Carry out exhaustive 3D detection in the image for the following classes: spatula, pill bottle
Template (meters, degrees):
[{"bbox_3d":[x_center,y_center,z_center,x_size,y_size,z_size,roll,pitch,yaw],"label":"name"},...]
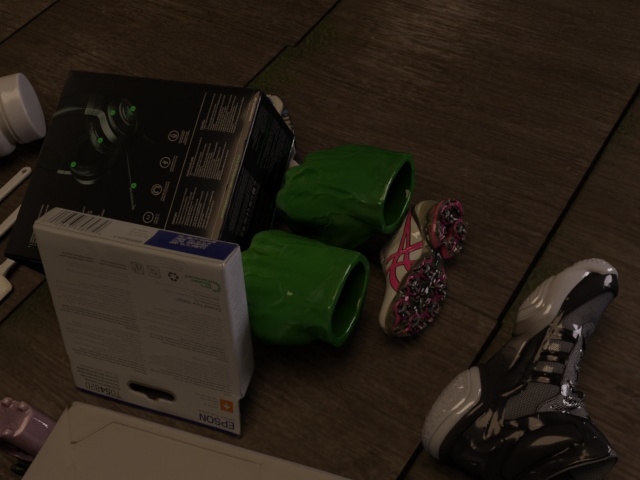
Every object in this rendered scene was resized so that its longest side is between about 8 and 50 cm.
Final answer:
[{"bbox_3d":[-0.439,0.000,1.070,0.168,0.019,0.242,20,57,32],"label":"spatula"},{"bbox_3d":[-0.520,-0.168,1.153,0.208,0.119,0.119,-18,50,-2],"label":"pill bottle"}]

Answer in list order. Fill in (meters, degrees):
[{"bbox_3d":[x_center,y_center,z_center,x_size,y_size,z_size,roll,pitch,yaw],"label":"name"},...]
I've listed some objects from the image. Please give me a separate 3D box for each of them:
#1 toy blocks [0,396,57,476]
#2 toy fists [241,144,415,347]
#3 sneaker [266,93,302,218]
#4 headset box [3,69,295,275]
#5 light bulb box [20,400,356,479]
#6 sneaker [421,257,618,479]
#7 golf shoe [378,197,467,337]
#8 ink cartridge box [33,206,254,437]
[{"bbox_3d":[-0.253,0.261,0.662,0.289,0.260,0.309,7,54,18],"label":"toy blocks"},{"bbox_3d":[0.000,0.000,0.891,0.142,0.096,0.279,11,57,26],"label":"toy fists"},{"bbox_3d":[-0.069,-0.115,1.041,0.081,0.080,0.211,-13,50,-1],"label":"sneaker"},{"bbox_3d":[-0.206,-0.057,0.946,0.283,0.131,0.246,9,75,18],"label":"headset box"},{"bbox_3d":[-0.061,0.346,0.452,0.225,0.361,0.358,6,55,34],"label":"light bulb box"},{"bbox_3d":[0.235,0.144,0.762,0.268,0.101,0.153,-42,56,-14],"label":"sneaker"},{"bbox_3d":[0.103,0.033,0.906,0.086,0.067,0.186,-6,45,42],"label":"golf shoe"},{"bbox_3d":[-0.178,0.086,0.828,0.223,0.224,0.045,11,34,19],"label":"ink cartridge box"}]
